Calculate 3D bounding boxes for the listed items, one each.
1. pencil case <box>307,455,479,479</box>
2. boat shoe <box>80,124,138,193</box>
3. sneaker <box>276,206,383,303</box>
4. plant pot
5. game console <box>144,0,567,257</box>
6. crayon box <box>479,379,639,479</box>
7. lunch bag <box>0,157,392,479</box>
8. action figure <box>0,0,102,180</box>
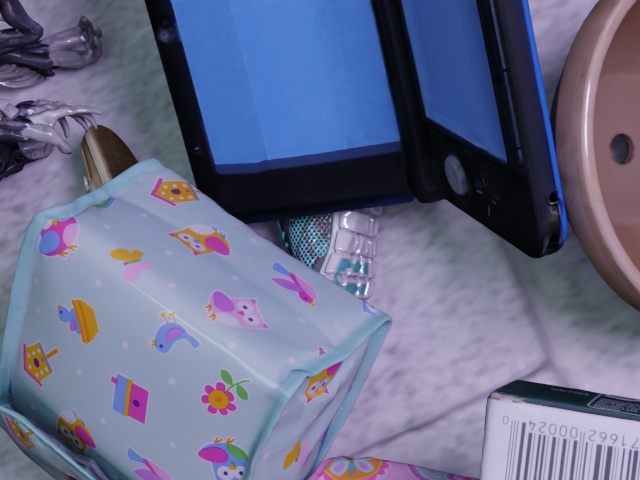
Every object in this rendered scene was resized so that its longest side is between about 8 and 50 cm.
[{"bbox_3d":[0.115,0.223,0.984,0.284,0.124,0.124,8,84,20],"label":"pencil case"},{"bbox_3d":[-0.152,-0.014,1.143,0.048,0.056,0.153,-28,84,22],"label":"boat shoe"},{"bbox_3d":[0.000,0.000,1.094,0.076,0.065,0.166,7,79,35],"label":"sneaker"},{"bbox_3d":[0.226,-0.060,0.968,0.110,0.237,0.237,-2,77,59],"label":"plant pot"},{"bbox_3d":[0.004,-0.129,0.924,0.173,0.250,0.293,-20,113,-12],"label":"game console"},{"bbox_3d":[0.180,0.252,0.853,0.202,0.081,0.318,8,94,18],"label":"crayon box"},{"bbox_3d":[-0.108,0.115,1.039,0.223,0.160,0.262,35,124,17],"label":"lunch bag"},{"bbox_3d":[-0.231,-0.123,1.127,0.141,0.275,0.164,0,44,-13],"label":"action figure"}]
